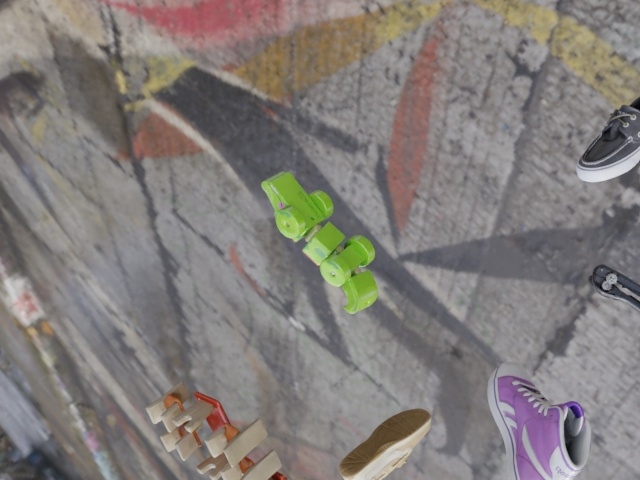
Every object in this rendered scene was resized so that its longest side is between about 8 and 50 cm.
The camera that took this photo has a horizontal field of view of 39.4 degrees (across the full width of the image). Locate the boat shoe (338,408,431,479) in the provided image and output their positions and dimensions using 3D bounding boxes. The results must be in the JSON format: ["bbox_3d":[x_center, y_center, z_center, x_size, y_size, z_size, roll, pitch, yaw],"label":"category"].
[{"bbox_3d":[0.106,0.327,1.387,0.063,0.170,0.059,33,151,56],"label":"boat shoe"}]

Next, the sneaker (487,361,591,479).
[{"bbox_3d":[0.373,0.286,1.479,0.102,0.282,0.161,17,128,-20],"label":"sneaker"}]

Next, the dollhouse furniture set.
[{"bbox_3d":[-0.170,0.394,1.687,0.262,0.135,0.259,12,130,48],"label":"dollhouse furniture set"}]

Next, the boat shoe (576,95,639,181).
[{"bbox_3d":[0.465,-0.172,1.331,0.080,0.229,0.076,34,153,56],"label":"boat shoe"}]

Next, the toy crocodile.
[{"bbox_3d":[0.000,0.000,1.860,0.340,0.115,0.105,49,140,3],"label":"toy crocodile"}]

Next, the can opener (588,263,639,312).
[{"bbox_3d":[0.597,0.106,1.692,0.186,0.059,0.073,30,-170,22],"label":"can opener"}]
